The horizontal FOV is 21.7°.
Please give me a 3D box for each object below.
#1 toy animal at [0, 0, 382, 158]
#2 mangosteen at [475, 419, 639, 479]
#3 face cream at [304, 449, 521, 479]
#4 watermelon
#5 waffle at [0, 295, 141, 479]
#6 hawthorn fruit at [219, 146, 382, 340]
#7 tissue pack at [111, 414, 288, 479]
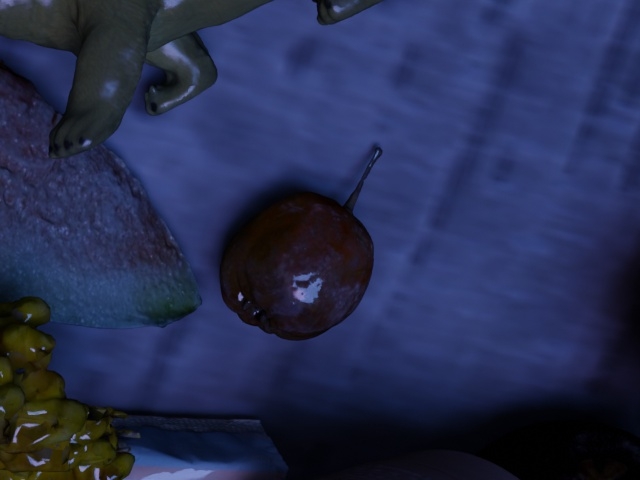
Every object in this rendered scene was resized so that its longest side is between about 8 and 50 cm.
[{"bbox_3d":[-0.063,-0.111,0.698,0.218,0.103,0.101,-27,97,-4],"label":"toy animal"},{"bbox_3d":[0.122,0.164,0.848,0.137,0.137,0.151,-8,147,-15],"label":"mangosteen"},{"bbox_3d":[0.033,0.174,0.753,0.104,0.149,0.149,-4,117,-55],"label":"face cream"},{"bbox_3d":[-0.127,-0.011,0.723,0.094,0.081,0.180,-55,133,-10],"label":"watermelon"},{"bbox_3d":[-0.179,0.073,0.690,0.197,0.070,0.193,22,145,-30],"label":"waffle"},{"bbox_3d":[0.000,0.000,0.778,0.103,0.066,0.067,-50,120,-24],"label":"hawthorn fruit"},{"bbox_3d":[-0.072,0.122,0.794,0.094,0.059,0.074,4,113,-20],"label":"tissue pack"}]
